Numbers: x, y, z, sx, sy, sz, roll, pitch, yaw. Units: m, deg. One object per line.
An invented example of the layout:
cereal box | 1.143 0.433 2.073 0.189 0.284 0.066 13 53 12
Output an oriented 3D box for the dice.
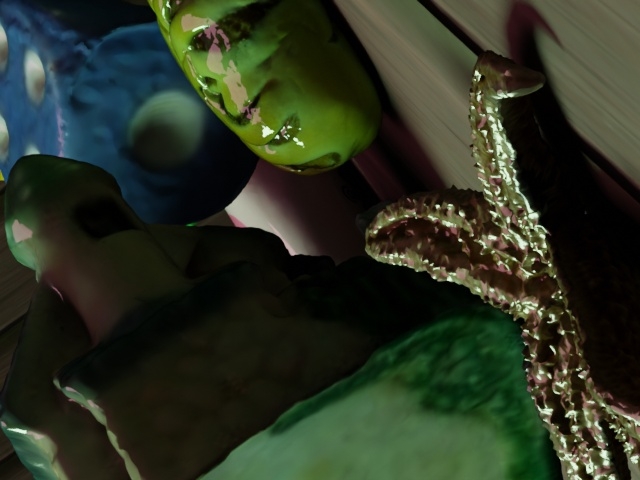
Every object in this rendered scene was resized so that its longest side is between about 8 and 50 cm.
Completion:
dice | -0.123 -0.093 1.201 0.146 0.143 0.146 43 135 53

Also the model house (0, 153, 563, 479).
model house | -0.047 0.085 1.077 0.284 0.243 0.298 43 164 36

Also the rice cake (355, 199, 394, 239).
rice cake | 0.077 0.052 1.173 0.180 0.030 0.042 56 -178 -23

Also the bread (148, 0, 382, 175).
bread | -0.030 -0.092 0.902 0.139 0.071 0.130 57 -179 -28

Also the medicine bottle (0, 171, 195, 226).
medicine bottle | -0.199 -0.077 1.391 0.261 0.095 0.064 22 -160 11

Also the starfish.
starfish | 0.072 0.016 0.612 0.238 0.057 0.213 43 161 57

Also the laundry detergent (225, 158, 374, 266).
laundry detergent | 0.000 0.000 1.312 0.335 0.088 0.159 55 179 11
